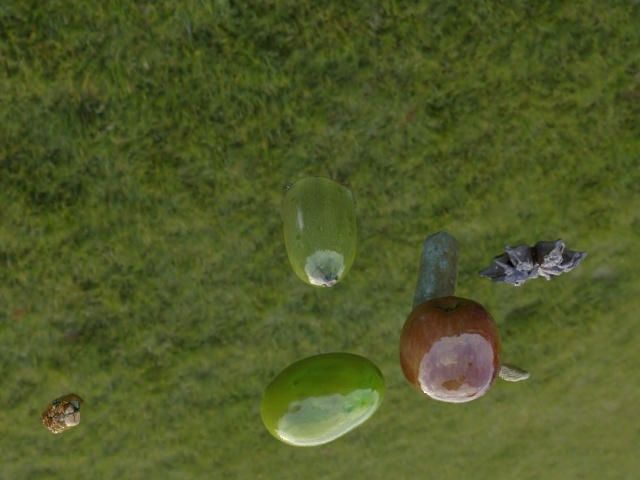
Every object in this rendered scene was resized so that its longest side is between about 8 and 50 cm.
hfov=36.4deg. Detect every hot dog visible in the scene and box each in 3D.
[{"bbox_3d":[-0.525,0.349,1.968,0.055,0.072,0.188,12,158,-27],"label":"hot dog"},{"bbox_3d":[0.420,0.294,2.157,0.030,0.090,0.034,-11,116,-51],"label":"hot dog"}]

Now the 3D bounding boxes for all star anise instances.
[{"bbox_3d":[0.392,0.042,1.757,0.183,0.065,0.195,-5,158,-17],"label":"star anise"}]

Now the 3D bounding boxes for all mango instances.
[{"bbox_3d":[0.009,0.301,1.886,0.273,0.185,0.149,-25,112,23],"label":"mango"}]

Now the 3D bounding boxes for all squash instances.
[{"bbox_3d":[0.000,0.000,1.503,0.123,0.186,0.123,-1,134,-1],"label":"squash"}]

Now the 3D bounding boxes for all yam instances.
[{"bbox_3d":[0.241,0.105,2.043,0.093,0.259,0.093,9,145,7],"label":"yam"}]

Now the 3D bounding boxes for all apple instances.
[{"bbox_3d":[0.234,0.194,1.751,0.188,0.188,0.173,-9,104,-17],"label":"apple"}]
